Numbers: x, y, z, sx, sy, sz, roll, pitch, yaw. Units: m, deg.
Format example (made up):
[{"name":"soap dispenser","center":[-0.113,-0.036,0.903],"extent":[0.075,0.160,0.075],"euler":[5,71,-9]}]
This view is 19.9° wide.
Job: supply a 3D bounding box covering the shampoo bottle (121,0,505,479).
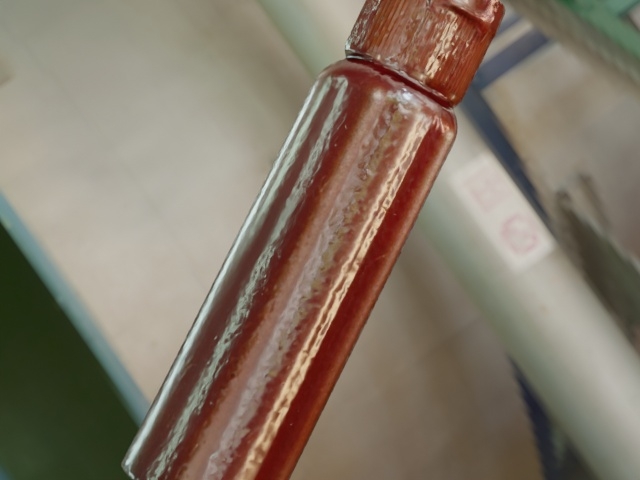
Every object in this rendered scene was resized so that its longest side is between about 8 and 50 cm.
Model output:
[{"name":"shampoo bottle","center":[0.000,0.000,0.810],"extent":[0.260,0.064,0.102],"euler":[-63,19,-2]}]
